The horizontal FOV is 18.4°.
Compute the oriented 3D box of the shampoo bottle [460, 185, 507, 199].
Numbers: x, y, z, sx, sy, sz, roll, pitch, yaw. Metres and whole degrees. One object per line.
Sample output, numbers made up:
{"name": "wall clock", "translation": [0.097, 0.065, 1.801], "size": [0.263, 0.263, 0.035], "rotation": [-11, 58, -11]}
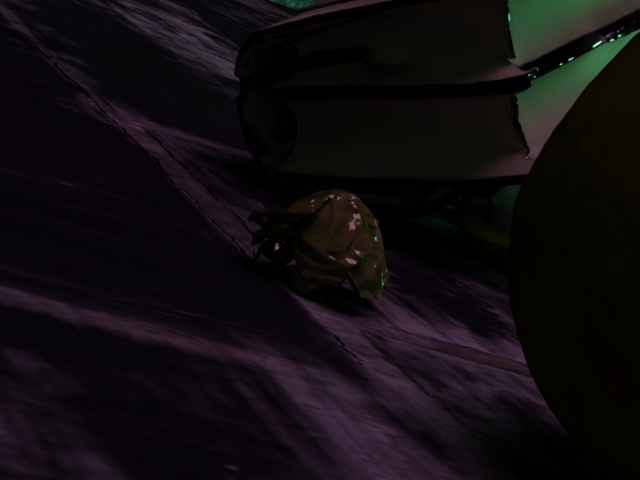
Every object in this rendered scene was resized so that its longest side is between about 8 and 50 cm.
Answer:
{"name": "shampoo bottle", "translation": [0.286, 0.004, 1.553], "size": [0.350, 0.084, 0.125], "rotation": [22, 13, 6]}

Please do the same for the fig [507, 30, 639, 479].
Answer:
{"name": "fig", "translation": [0.225, 0.031, 0.819], "size": [0.258, 0.258, 0.326], "rotation": [15, 24, -29]}

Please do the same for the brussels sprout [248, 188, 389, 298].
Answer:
{"name": "brussels sprout", "translation": [0.000, 0.000, 1.080], "size": [0.085, 0.058, 0.085], "rotation": [6, 0, 0]}

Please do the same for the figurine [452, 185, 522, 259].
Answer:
{"name": "figurine", "translation": [0.185, -0.015, 1.439], "size": [0.178, 0.109, 0.129], "rotation": [17, 39, 9]}

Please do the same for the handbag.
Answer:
{"name": "handbag", "translation": [0.129, -0.141, 1.457], "size": [0.237, 0.160, 0.358], "rotation": [1, 18, 34]}
